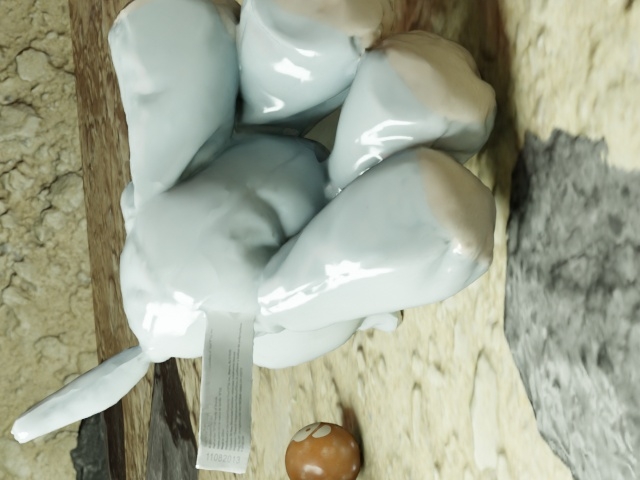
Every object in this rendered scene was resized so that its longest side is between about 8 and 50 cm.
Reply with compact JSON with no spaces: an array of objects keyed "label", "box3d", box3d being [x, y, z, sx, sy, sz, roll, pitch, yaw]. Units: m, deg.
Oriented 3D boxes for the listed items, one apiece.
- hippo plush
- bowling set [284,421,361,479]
[{"label":"hippo plush","box3d":[0.000,0.000,0.896,0.236,0.234,0.294,43,-125,-70]},{"label":"bowling set","box3d":[-0.040,0.232,1.044,0.287,0.154,0.199,120,143,-60]}]
